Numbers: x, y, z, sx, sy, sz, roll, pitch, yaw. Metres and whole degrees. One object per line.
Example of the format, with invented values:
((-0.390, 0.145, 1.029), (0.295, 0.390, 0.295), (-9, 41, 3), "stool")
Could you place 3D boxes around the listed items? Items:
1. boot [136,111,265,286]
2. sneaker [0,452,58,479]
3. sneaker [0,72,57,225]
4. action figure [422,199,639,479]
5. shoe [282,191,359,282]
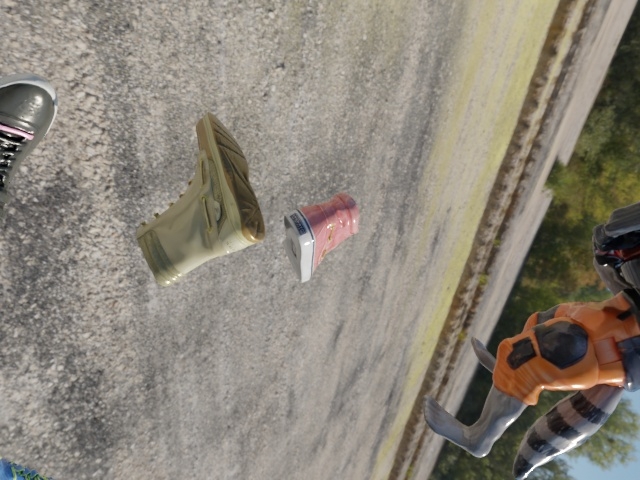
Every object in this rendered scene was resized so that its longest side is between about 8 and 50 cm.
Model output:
((-0.216, -0.072, 0.707), (0.204, 0.261, 0.095), (-27, 157, 16), "boot")
((-0.459, 0.378, 0.638), (0.126, 0.091, 0.239), (-18, 106, -55), "sneaker")
((-0.491, -0.113, 0.636), (0.296, 0.146, 0.105), (-34, 152, 20), "sneaker")
((0.298, 0.082, 0.392), (0.330, 0.178, 0.342), (-37, 152, 31), "action figure")
((0.000, 0.000, 0.535), (0.081, 0.063, 0.178), (-24, 163, -13), "shoe")
